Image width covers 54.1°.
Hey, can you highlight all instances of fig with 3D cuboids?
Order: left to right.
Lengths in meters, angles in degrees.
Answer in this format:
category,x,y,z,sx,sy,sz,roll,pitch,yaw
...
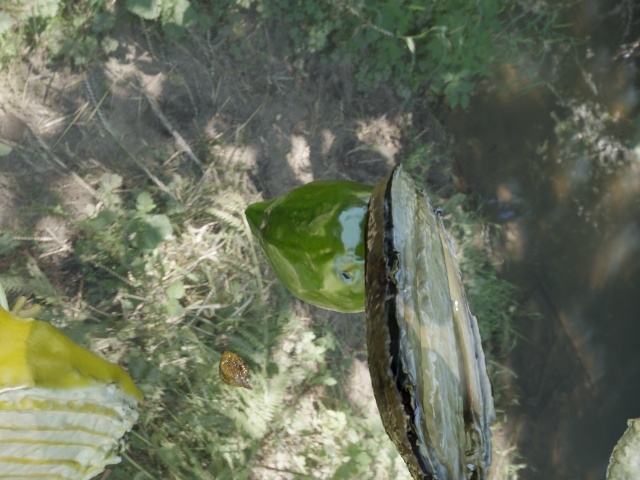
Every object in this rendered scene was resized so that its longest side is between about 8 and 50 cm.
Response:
category,x,y,z,sx,sy,sz,roll,pitch,yaw
fig,0.005,0.010,0.756,0.167,0.234,0.167,-11,90,-67

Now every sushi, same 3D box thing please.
category,x,y,z,sx,sy,sz,roll,pitch,yaw
sushi,-0.167,0.246,1.183,0.050,0.047,0.099,-18,48,-19

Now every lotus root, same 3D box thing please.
category,x,y,z,sx,sy,sz,roll,pitch,yaw
lotus root,0.077,0.078,0.536,0.167,0.078,0.329,47,30,-29

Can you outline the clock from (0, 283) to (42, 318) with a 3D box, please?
category,x,y,z,sx,sy,sz,roll,pitch,yaw
clock,-0.455,0.097,0.688,0.308,0.096,0.234,31,49,-51

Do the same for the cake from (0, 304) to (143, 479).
category,x,y,z,sx,sy,sz,roll,pitch,yaw
cake,-0.166,0.078,0.292,0.080,0.116,0.185,-41,112,5

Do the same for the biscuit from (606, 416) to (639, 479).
category,x,y,z,sx,sy,sz,roll,pitch,yaw
biscuit,0.438,0.340,0.729,0.084,0.179,0.281,31,32,-50
